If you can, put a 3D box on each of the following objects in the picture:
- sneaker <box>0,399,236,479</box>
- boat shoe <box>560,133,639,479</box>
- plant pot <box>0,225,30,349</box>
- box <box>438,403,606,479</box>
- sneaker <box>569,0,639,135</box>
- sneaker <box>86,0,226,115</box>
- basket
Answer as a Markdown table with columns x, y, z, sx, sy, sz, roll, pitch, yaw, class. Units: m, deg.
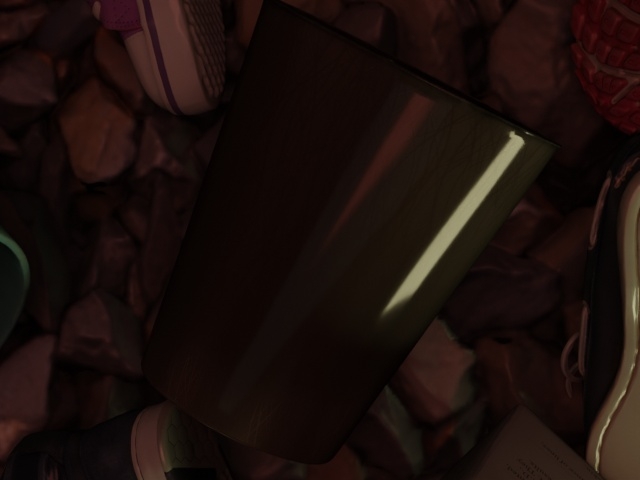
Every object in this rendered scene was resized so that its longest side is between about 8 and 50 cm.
| x | y | z | sx | sy | sz | roll | pitch | yaw | class |
| --- | --- | --- | --- | --- | --- | --- | --- | --- | --- |
| -0.113 | 0.208 | 0.995 | 0.163 | 0.086 | 0.226 | -15 | 107 | 23 | sneaker |
| 0.190 | 0.063 | 0.955 | 0.095 | 0.079 | 0.254 | -7 | 111 | -4 | boat shoe |
| -0.351 | 0.000 | 0.928 | 0.293 | 0.293 | 0.235 | -38 | 71 | 5 | plant pot |
| 0.108 | 0.225 | 0.920 | 0.182 | 0.119 | 0.181 | 43 | 117 | 5 | box |
| 0.257 | -0.185 | 0.935 | 0.299 | 0.112 | 0.121 | -57 | 45 | 18 | sneaker |
| -0.160 | -0.187 | 0.996 | 0.161 | 0.102 | 0.282 | -22 | 77 | 9 | sneaker |
| 0.000 | 0.000 | 0.947 | 0.204 | 0.154 | 0.227 | 33 | 100 | 33 | basket |
